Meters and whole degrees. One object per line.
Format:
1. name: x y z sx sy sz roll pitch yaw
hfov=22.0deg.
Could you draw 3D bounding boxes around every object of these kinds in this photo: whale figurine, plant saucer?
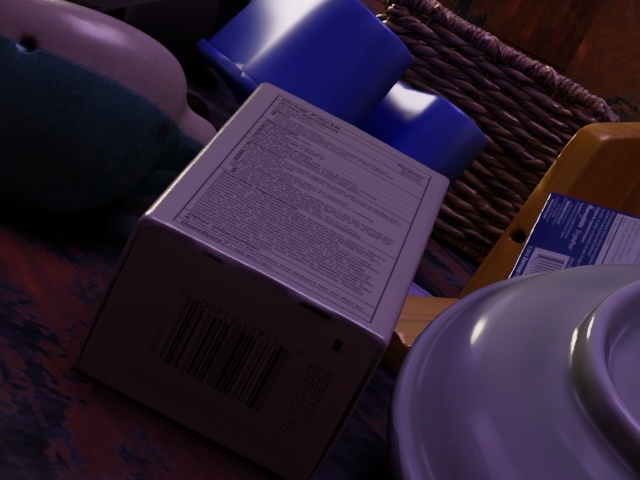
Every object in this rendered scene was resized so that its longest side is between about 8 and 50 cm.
1. whale figurine: -0.181 -0.076 1.203 0.216 0.141 0.272 19 -13 12
2. plant saucer: 0.243 0.122 0.975 0.400 0.100 0.400 11 35 -8

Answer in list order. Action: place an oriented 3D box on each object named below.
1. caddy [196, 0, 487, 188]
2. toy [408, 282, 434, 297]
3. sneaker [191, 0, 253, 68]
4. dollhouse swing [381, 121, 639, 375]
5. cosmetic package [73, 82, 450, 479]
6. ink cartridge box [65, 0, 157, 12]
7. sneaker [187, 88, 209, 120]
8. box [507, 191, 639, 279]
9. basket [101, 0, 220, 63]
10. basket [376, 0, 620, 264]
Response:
1. caddy: 0.004 -0.119 1.585 0.241 0.179 0.341 46 0 -25
2. toy: 0.000 0.000 1.376 0.137 0.056 0.237 36 15 35
3. sneaker: -0.212 -0.337 2.010 0.202 0.185 0.483 15 8 -37
4. dollhouse swing: 0.263 0.046 1.290 0.347 0.315 0.305 39 6 37
5. cosmetic package: -0.025 0.014 1.055 0.160 0.113 0.309 28 21 2
6. ink cartridge box: -0.287 -0.277 1.464 0.198 0.115 0.273 16 -12 -43
7. sneaker: -0.176 -0.125 1.475 0.071 0.066 0.188 35 14 30
8. box: 0.258 0.042 1.220 0.225 0.036 0.136 15 44 18
9. basket: -0.215 -0.264 1.723 0.154 0.204 0.227 -1 15 18
10. basket: 0.180 -0.117 1.822 0.299 0.223 0.213 32 14 19
